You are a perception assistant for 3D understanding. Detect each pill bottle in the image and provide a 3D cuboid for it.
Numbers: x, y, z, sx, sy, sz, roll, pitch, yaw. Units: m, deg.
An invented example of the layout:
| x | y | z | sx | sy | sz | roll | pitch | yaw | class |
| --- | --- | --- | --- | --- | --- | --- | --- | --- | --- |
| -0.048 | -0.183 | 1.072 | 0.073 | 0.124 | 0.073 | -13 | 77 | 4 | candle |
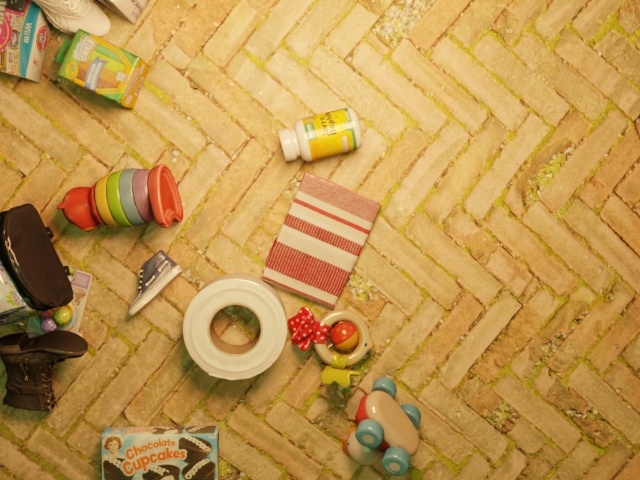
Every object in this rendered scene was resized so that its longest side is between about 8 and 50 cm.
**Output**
| x | y | z | sx | sy | sz | roll | pitch | yaw | class |
| --- | --- | --- | --- | --- | --- | --- | --- | --- | --- |
| -0.003 | -0.279 | 1.545 | 0.208 | 0.117 | 0.117 | -14 | 97 | -2 | pill bottle |

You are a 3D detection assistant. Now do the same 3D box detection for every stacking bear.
| x | y | z | sx | sy | sz | roll | pitch | yaw | class |
| --- | --- | --- | --- | --- | --- | --- | --- | --- | --- |
| -0.535 | -0.100 | 1.516 | 0.289 | 0.175 | 0.164 | -9 | 99 | 5 | stacking bear |

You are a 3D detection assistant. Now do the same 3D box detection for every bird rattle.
| x | y | z | sx | sy | sz | roll | pitch | yaw | class |
| --- | --- | --- | --- | --- | --- | --- | --- | --- | --- |
| 0.036 | 0.283 | 1.634 | 0.207 | 0.143 | 0.253 | -33 | 85 | -11 | bird rattle |

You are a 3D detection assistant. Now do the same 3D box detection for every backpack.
| x | y | z | sx | sy | sz | roll | pitch | yaw | class |
| --- | --- | --- | --- | --- | --- | --- | --- | --- | --- |
| -0.875 | 0.103 | 1.476 | 0.355 | 0.273 | 0.290 | -17 | 97 | 22 | backpack |

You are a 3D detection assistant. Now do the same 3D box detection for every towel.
| x | y | z | sx | sy | sz | roll | pitch | yaw | class |
| --- | --- | --- | --- | --- | --- | --- | --- | --- | --- |
| 0.000 | 0.000 | 1.620 | 0.237 | 0.037 | 0.329 | 23 | 96 | -8 | towel |

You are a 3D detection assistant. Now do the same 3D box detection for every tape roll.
| x | y | z | sx | sy | sz | roll | pitch | yaw | class |
| --- | --- | --- | --- | --- | --- | --- | --- | --- | --- |
| -0.234 | 0.237 | 1.597 | 0.286 | 0.100 | 0.286 | -1 | 97 | -5 | tape roll |

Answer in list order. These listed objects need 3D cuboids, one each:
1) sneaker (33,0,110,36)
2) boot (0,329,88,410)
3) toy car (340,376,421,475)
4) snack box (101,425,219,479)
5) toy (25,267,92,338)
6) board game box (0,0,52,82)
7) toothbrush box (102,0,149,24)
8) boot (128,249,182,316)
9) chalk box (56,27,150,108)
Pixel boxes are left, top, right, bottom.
| x | y | z | sx | sy | sz | roll | pitch | yaw | class |
| --- | --- | --- | --- | --- | --- | --- | --- | --- | --- |
| -0.633 | -0.588 | 1.399 | 0.129 | 0.297 | 0.111 | 18 | 86 | 35 | sneaker |
| -0.750 | 0.365 | 1.572 | 0.263 | 0.091 | 0.229 | 1 | 113 | 3 | boot |
| 0.135 | 0.554 | 1.636 | 0.238 | 0.219 | 0.210 | -38 | 98 | 29 | toy car |
| -0.453 | 0.629 | 1.645 | 0.322 | 0.060 | 0.187 | 0 | 96 | -4 | snack box |
| -0.727 | 0.188 | 1.579 | 0.137 | 0.056 | 0.237 | 17 | 95 | -4 | toy |
| -0.859 | -0.556 | 1.468 | 0.303 | 0.097 | 0.224 | 14 | 95 | -7 | board game box |
| -0.577 | -0.686 | 1.412 | 0.295 | 0.216 | 0.126 | 33 | 93 | -6 | toothbrush box |
| -0.477 | 0.117 | 1.589 | 0.190 | 0.069 | 0.086 | -45 | 90 | -6 | boot |
| -0.573 | -0.447 | 1.480 | 0.213 | 0.132 | 0.132 | 24 | 94 | -6 | chalk box |
